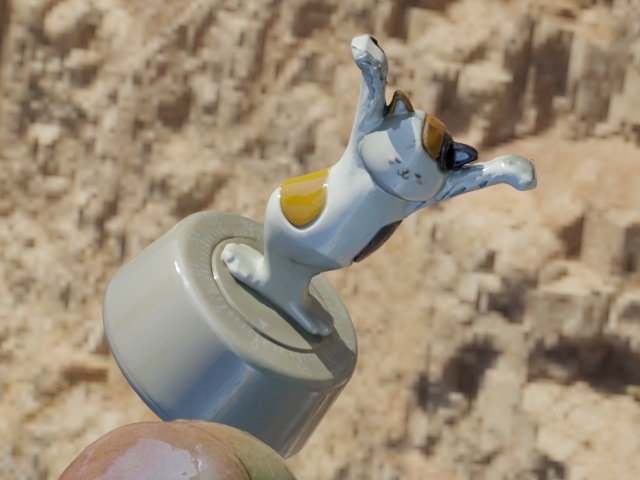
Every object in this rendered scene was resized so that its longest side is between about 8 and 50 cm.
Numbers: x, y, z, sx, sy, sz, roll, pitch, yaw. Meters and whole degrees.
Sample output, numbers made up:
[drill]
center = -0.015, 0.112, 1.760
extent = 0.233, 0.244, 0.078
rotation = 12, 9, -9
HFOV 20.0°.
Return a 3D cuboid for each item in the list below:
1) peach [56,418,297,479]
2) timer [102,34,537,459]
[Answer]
[peach]
center = -0.042, 0.089, 0.503
extent = 0.083, 0.083, 0.083
rotation = -174, 90, -75
[timer]
center = 0.000, 0.000, 1.179
extent = 0.266, 0.175, 0.175
rotation = -47, 33, 29
